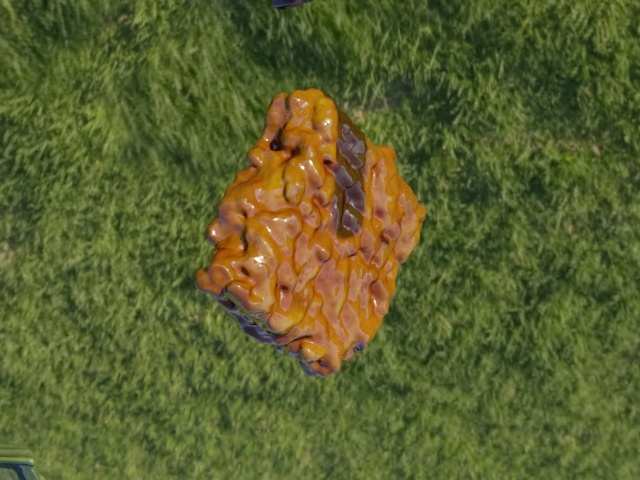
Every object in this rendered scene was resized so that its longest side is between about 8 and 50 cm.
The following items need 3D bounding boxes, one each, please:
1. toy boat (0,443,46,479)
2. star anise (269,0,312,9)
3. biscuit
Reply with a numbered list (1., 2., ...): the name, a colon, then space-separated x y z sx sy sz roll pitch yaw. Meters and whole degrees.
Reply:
1. toy boat: -0.435 0.273 0.881 0.293 0.055 0.093 -15 122 -4
2. star anise: -0.014 -0.311 0.686 0.126 0.190 0.220 4 154 10
3. biscuit: 0.000 0.000 1.080 0.110 0.312 0.318 9 154 40
